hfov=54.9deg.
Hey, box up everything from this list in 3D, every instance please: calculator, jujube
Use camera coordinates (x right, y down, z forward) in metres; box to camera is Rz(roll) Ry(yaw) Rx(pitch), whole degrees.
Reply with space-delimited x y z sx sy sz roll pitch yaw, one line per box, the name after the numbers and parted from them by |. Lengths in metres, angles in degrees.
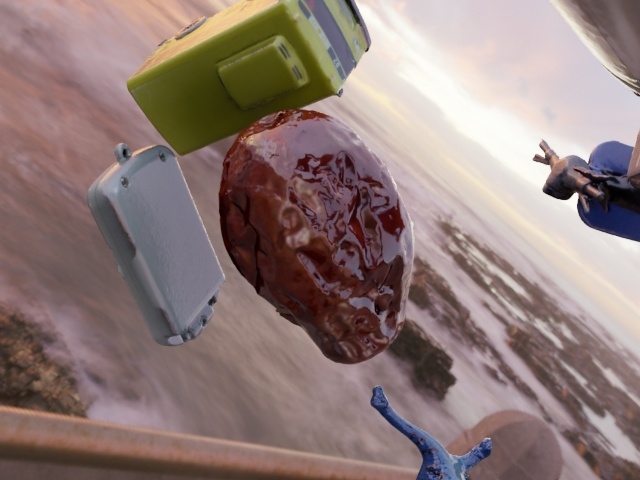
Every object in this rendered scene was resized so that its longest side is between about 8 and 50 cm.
-0.181 0.003 0.709 0.141 0.045 0.246 -59 137 -55 | calculator
0.000 0.000 0.673 0.197 0.197 0.290 -114 179 -61 | jujube

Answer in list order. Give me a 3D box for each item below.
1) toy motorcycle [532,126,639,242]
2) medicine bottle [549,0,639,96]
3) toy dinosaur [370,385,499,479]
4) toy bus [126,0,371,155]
0.359 -0.064 0.633 0.212 0.125 0.358 18 -4 3 | toy motorcycle
0.162 -0.189 0.261 0.332 0.190 0.190 9 34 -51 | medicine bottle
0.159 0.323 0.738 0.076 0.144 0.329 168 -89 -83 | toy dinosaur
-0.085 -0.208 0.729 0.128 0.262 0.150 56 36 -29 | toy bus
